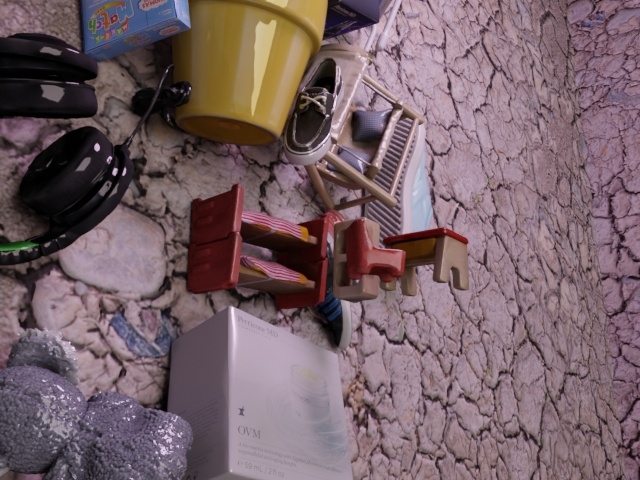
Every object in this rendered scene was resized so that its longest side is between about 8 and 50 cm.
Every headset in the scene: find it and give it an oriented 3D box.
[{"bbox_3d":[-0.327,-0.130,0.738,0.394,0.185,0.243,-33,118,-39],"label":"headset"}]

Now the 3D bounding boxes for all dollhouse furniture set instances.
[{"bbox_3d":[0.000,0.000,0.871,0.201,0.374,0.152,18,68,-46],"label":"dollhouse furniture set"}]

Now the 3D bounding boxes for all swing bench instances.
[{"bbox_3d":[0.044,-0.217,1.157,0.255,0.165,0.253,45,49,-30],"label":"swing bench"}]

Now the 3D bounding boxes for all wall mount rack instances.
[{"bbox_3d":[0.097,-0.504,1.267,0.130,0.350,0.304,-17,85,-14],"label":"wall mount rack"}]

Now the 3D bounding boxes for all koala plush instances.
[{"bbox_3d":[-0.271,0.211,0.644,0.221,0.203,0.196,43,47,-15],"label":"koala plush"}]

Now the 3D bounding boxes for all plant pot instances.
[{"bbox_3d":[-0.126,-0.284,0.943,0.254,0.254,0.239,13,81,-46],"label":"plant pot"}]

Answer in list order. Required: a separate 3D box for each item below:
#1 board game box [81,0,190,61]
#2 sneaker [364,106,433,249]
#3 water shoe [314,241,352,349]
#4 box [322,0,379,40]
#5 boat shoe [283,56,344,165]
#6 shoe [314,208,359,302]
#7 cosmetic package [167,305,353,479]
[{"bbox_3d":[-0.270,-0.380,0.861,0.039,0.160,0.211,21,59,-67],"label":"board game box"},{"bbox_3d":[0.180,-0.107,1.316,0.150,0.135,0.366,33,62,-47],"label":"sneaker"},{"bbox_3d":[0.012,0.101,1.092,0.073,0.080,0.203,-99,-177,-76],"label":"water shoe"},{"bbox_3d":[-0.017,-0.444,1.115,0.153,0.207,0.108,-6,90,-57],"label":"box"},{"bbox_3d":[-0.013,-0.216,0.985,0.070,0.077,0.219,84,17,-51],"label":"boat shoe"},{"bbox_3d":[0.044,0.027,1.147,0.081,0.063,0.178,-44,107,-44],"label":"shoe"},{"bbox_3d":[-0.082,0.245,0.828,0.224,0.138,0.225,31,37,-38],"label":"cosmetic package"}]
